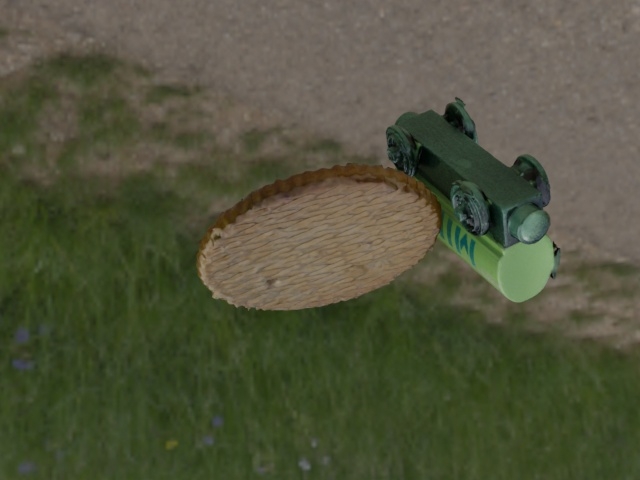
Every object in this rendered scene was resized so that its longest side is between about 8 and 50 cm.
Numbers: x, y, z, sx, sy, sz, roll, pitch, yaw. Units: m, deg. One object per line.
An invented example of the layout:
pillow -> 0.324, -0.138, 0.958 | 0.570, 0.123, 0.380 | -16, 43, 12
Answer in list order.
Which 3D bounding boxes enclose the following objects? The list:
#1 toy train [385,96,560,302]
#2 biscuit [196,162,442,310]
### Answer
toy train -> 0.156, -0.038, 1.222 | 0.105, 0.253, 0.157 | -25, 128, -17
biscuit -> 0.000, 0.000, 1.174 | 0.253, 0.035, 0.254 | -10, 150, -6
